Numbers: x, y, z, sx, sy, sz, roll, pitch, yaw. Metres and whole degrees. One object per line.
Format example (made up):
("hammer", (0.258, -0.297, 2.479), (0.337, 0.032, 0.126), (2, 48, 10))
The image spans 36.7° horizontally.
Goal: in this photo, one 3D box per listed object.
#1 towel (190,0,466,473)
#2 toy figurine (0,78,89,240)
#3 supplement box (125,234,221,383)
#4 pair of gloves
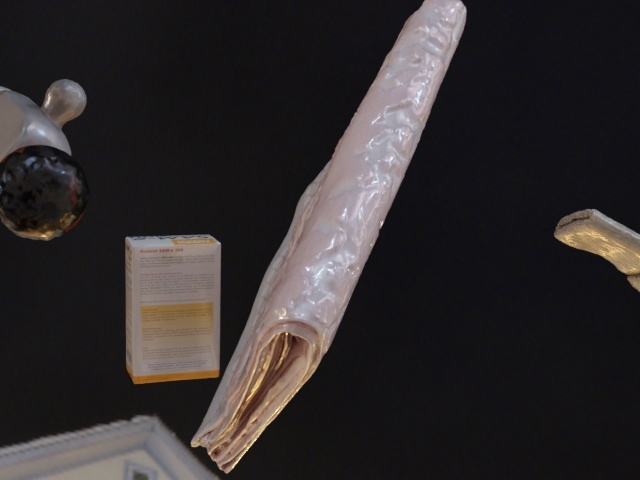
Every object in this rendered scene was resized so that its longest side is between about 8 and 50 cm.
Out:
("towel", (0.000, 0.000, 0.794), (0.053, 0.331, 0.317), (26, -34, -4))
("toy figurine", (-0.211, -0.086, 0.457), (0.213, 0.148, 0.209), (-10, -62, -30))
("supplement box", (-0.104, 0.047, 0.677), (0.062, 0.036, 0.098), (-1, -79, -20))
("pair of gloves", (0.310, 0.034, 0.736), (0.204, 0.240, 0.042), (28, -100, -15))
